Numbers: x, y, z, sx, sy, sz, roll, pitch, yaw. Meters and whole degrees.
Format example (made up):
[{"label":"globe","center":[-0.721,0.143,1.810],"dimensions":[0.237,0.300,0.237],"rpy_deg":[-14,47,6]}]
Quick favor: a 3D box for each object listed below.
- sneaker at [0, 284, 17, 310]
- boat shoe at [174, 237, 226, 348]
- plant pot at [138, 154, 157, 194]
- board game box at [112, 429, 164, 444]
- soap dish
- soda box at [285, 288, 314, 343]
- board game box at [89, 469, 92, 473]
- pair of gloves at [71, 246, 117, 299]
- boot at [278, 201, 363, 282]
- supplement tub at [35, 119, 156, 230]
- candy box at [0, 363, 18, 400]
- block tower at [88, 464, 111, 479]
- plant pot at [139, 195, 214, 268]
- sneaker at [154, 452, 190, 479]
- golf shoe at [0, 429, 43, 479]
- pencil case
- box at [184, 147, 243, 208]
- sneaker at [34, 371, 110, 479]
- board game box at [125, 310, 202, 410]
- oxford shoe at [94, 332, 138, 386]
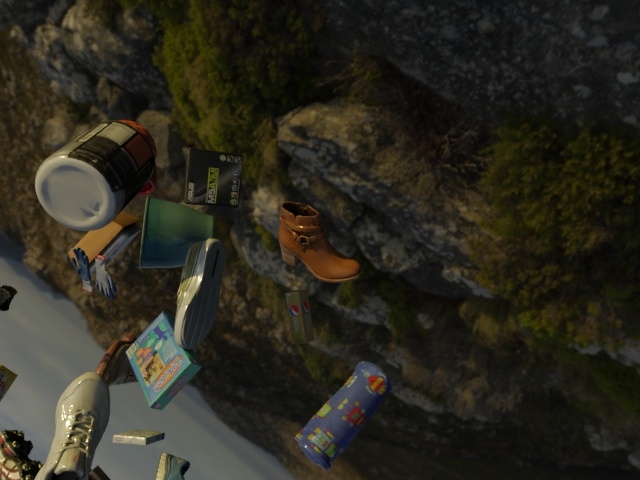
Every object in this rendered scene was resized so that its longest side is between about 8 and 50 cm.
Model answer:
[{"label":"sneaker","center":[-0.930,0.178,1.544],"dimensions":[0.089,0.170,0.051],"rpy_deg":[42,-156,3]},{"label":"boat shoe","center":[-0.330,0.140,1.450],"dimensions":[0.094,0.302,0.109],"rpy_deg":[-4,153,37]},{"label":"plant pot","center":[-0.739,-0.294,2.142],"dimensions":[0.191,0.174,0.191],"rpy_deg":[1,160,0]},{"label":"board game box","center":[-0.451,0.490,1.348],"dimensions":[0.090,0.020,0.090],"rpy_deg":[-1,169,14]},{"label":"soap dish","center":[-0.798,-0.001,2.025],"dimensions":[0.118,0.229,0.291],"rpy_deg":[44,-179,-10]},{"label":"soda box","center":[-0.071,0.264,1.875],"dimensions":[0.058,0.061,0.181],"rpy_deg":[-8,90,29]},{"label":"board game box","center":[-0.665,0.665,1.495],"dimensions":[0.136,0.035,0.201],"rpy_deg":[59,164,-7]},{"label":"pair of gloves","center":[-0.719,0.103,1.720],"dimensions":[0.198,0.023,0.159],"rpy_deg":[14,119,30]},{"label":"boot","center":[0.000,0.000,1.657],"dimensions":[0.283,0.109,0.220],"rpy_deg":[21,133,23]},{"label":"supplement tub","center":[-0.566,-0.187,1.421],"dimensions":[0.207,0.338,0.207],"rpy_deg":[2,119,4]},{"label":"candy box","center":[-0.846,0.414,1.354],"dimensions":[0.027,0.206,0.105],"rpy_deg":[21,152,3]},{"label":"block tower","center":[-0.663,0.710,1.319],"dimensions":[0.097,0.335,0.091],"rpy_deg":[47,164,2]},{"label":"plant pot","center":[-0.539,-0.016,2.053],"dimensions":[0.255,0.272,0.271],"rpy_deg":[6,166,-17]},{"label":"sneaker","center":[-0.541,0.936,1.967],"dimensions":[0.147,0.330,0.130],"rpy_deg":[12,130,-10]},{"label":"golf shoe","center":[-0.872,0.677,1.564],"dimensions":[0.273,0.120,0.105],"rpy_deg":[41,174,30]},{"label":"pencil case","center":[0.065,0.464,1.466],"dimensions":[0.119,0.306,0.133],"rpy_deg":[52,157,-18]},{"label":"box","center":[-0.365,-0.211,1.851],"dimensions":[0.184,0.191,0.045],"rpy_deg":[5,-173,-22]},{"label":"sneaker","center":[-0.394,0.333,0.879],"dimensions":[0.090,0.232,0.115],"rpy_deg":[18,164,-26]},{"label":"board game box","center":[-0.421,0.316,1.442],"dimensions":[0.210,0.160,0.047],"rpy_deg":[46,-176,41]},{"label":"oxford shoe","center":[-0.651,0.421,1.830],"dimensions":[0.146,0.140,0.397],"rpy_deg":[32,-173,-4]}]
